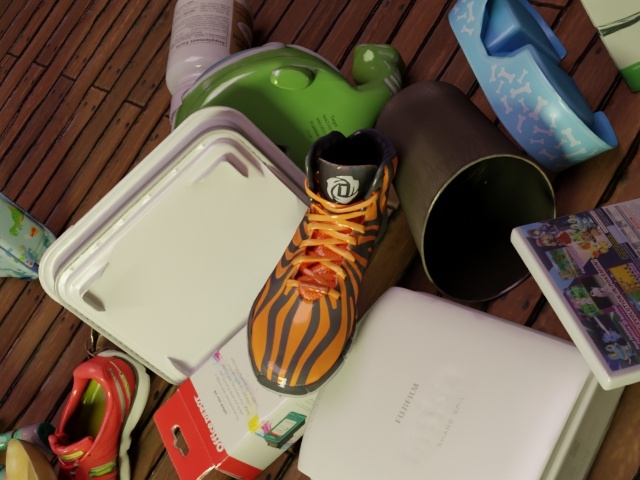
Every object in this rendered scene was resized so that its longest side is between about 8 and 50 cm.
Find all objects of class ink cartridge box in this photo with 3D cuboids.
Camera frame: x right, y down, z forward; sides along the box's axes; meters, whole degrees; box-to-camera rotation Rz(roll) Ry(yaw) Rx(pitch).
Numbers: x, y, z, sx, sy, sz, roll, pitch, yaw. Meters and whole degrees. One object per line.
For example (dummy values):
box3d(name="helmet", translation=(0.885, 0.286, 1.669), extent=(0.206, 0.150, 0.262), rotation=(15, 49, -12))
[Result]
box3d(name="ink cartridge box", translation=(-0.086, 0.198, 1.170), extent=(0.231, 0.078, 0.134), rotation=(-43, 48, 8))
box3d(name="ink cartridge box", translation=(0.336, -0.293, 1.059), extent=(0.087, 0.208, 0.153), rotation=(-24, 52, 24))

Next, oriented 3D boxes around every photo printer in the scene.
box3d(name="photo printer", translation=(0.128, 0.191, 0.992), extent=(0.307, 0.107, 0.256), rotation=(19, 76, 42))

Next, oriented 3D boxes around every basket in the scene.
box3d(name="basket", translation=(0.155, -0.078, 1.098), extent=(0.154, 0.204, 0.227), rotation=(-13, 41, -7))

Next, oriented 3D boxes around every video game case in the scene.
box3d(name="video game case", translation=(0.314, 0.043, 0.935), extent=(0.183, 0.023, 0.201), rotation=(-13, 49, -12))

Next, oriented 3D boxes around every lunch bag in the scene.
box3d(name="lunch bag", translation=(-0.557, -0.018, 1.562), extent=(0.176, 0.219, 0.090), rotation=(3, 60, 38))

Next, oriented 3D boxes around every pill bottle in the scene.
box3d(name="pill bottle", translation=(-0.176, -0.276, 1.490), extent=(0.131, 0.131, 0.229), rotation=(-17, 54, 28))

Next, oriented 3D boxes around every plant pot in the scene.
box3d(name="plant pot", translation=(-0.357, 0.367, 1.211), extent=(0.236, 0.032, 0.236), rotation=(26, 121, 55))

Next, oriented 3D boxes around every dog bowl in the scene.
box3d(name="dog bowl", translation=(0.242, -0.201, 1.115), extent=(0.074, 0.166, 0.297), rotation=(-40, 46, 26))

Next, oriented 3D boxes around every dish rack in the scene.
box3d(name="dish rack", translation=(-0.146, 0.029, 1.171), extent=(0.333, 0.285, 0.072), rotation=(-42, 30, 7))

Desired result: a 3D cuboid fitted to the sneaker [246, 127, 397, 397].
box3d(name="sneaker", translation=(0.000, 0.000, 1.020), extent=(0.124, 0.180, 0.321), rotation=(13, 53, 6))

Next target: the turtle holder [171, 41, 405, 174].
box3d(name="turtle holder", translation=(-0.054, -0.170, 1.264), extent=(0.320, 0.243, 0.227), rotation=(-51, 28, 13))

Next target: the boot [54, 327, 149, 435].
box3d(name="boot", translation=(-0.300, 0.164, 1.330), extent=(0.112, 0.115, 0.305), rotation=(29, 84, 42))

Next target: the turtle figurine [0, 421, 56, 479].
box3d(name="turtle figurine", translation=(-0.506, 0.328, 1.391), extent=(0.234, 0.118, 0.175), rotation=(-9, 63, 25))

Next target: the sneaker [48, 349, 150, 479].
box3d(name="sneaker", translation=(-0.312, 0.278, 1.227), extent=(0.107, 0.118, 0.279), rotation=(12, 92, 22))
